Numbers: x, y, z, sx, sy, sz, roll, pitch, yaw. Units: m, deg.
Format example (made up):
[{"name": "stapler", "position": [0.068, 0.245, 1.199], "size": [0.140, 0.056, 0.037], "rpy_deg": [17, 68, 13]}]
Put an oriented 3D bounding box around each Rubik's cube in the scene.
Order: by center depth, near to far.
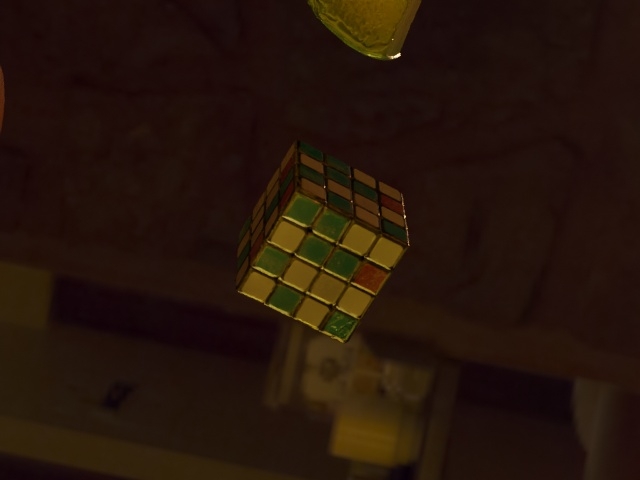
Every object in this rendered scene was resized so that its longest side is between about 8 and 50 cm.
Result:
[{"name": "Rubik's cube", "position": [0.000, 0.000, 1.140], "size": [0.092, 0.092, 0.092], "rpy_deg": [-59, 13, 22]}]

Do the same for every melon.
[{"name": "melon", "position": [0.040, -0.252, 1.280], "size": [0.064, 0.118, 0.209], "rpy_deg": [22, -93, -73]}]

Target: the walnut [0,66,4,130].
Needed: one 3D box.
[{"name": "walnut", "position": [-0.297, -0.093, 1.035], "size": [0.298, 0.203, 0.203], "rpy_deg": [-10, 65, 60]}]
